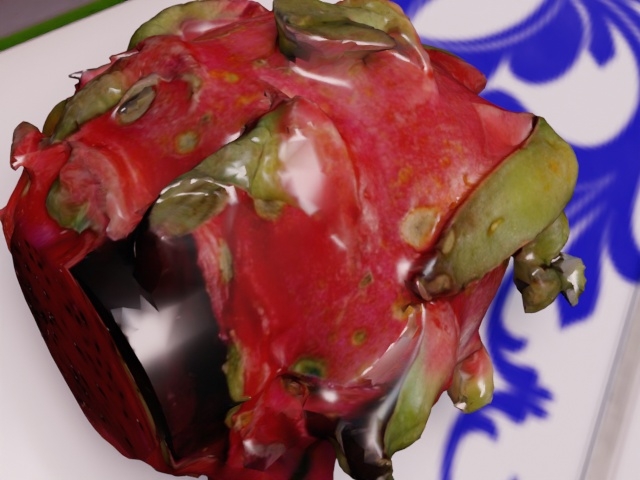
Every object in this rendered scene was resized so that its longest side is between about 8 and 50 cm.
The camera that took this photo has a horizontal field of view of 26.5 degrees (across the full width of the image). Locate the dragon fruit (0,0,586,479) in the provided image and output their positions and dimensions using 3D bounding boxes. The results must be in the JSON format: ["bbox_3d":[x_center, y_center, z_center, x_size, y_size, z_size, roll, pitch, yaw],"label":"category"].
[{"bbox_3d":[0.000,0.000,0.428,0.172,0.160,0.166,-29,63,-24],"label":"dragon fruit"}]

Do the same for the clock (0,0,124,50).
[{"bbox_3d":[-0.106,-0.182,0.371,0.235,0.309,0.166,-27,82,-22],"label":"clock"}]
